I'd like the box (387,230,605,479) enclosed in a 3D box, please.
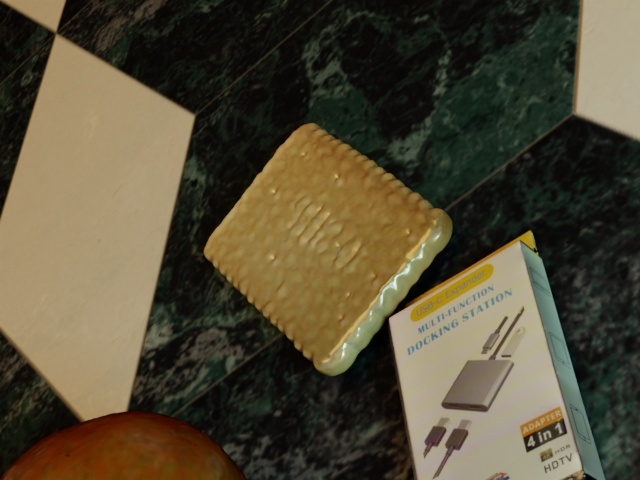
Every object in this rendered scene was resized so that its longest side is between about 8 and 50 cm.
[{"bbox_3d":[0.115,0.107,0.982,0.129,0.033,0.247,-34,43,25],"label":"box"}]

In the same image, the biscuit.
[{"bbox_3d":[0.001,0.001,1.173,0.160,0.030,0.250,-52,36,0],"label":"biscuit"}]

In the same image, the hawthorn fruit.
[{"bbox_3d":[-0.156,0.226,1.032,0.224,0.224,0.261,-58,26,-5],"label":"hawthorn fruit"}]
